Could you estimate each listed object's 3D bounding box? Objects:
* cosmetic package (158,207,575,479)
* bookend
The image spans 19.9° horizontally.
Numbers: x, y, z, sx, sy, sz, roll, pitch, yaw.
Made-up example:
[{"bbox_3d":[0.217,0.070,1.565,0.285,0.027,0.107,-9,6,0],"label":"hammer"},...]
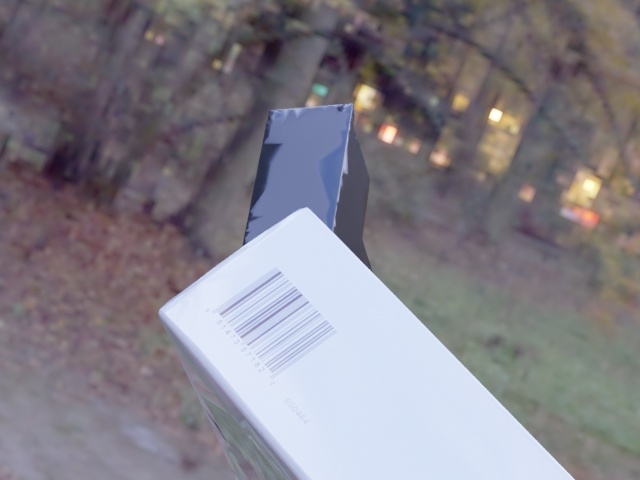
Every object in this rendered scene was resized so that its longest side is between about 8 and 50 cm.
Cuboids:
[{"bbox_3d":[0.092,0.197,0.852,0.377,0.097,0.284,46,-17,31],"label":"cosmetic package"},{"bbox_3d":[0.000,0.000,1.478,0.072,0.157,0.156,-3,-41,15],"label":"bookend"}]
